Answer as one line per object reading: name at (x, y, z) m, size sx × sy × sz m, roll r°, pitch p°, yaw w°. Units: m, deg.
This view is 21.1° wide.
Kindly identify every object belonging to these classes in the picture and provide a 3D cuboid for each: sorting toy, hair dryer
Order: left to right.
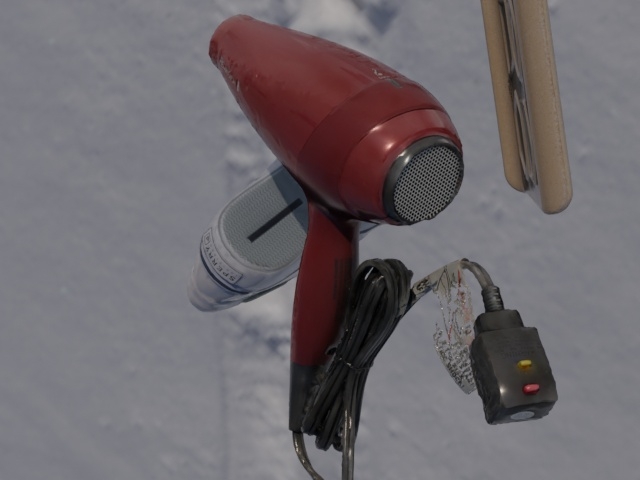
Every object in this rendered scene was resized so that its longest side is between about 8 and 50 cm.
hair dryer at (0.000, 0.000, 0.946) m, size 0.224 × 0.080 × 0.293 m, roll -34°, pitch 68°, yaw 46°
sorting toy at (0.173, -0.126, 1.409) m, size 0.208 × 0.038 × 0.193 m, roll -112°, pitch 13°, yaw -83°

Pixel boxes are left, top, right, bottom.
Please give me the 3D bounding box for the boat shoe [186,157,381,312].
boat shoe at (-0.009, -0.026, 1.122) m, size 0.083 × 0.226 × 0.076 m, roll 54°, pitch 137°, yaw 7°
